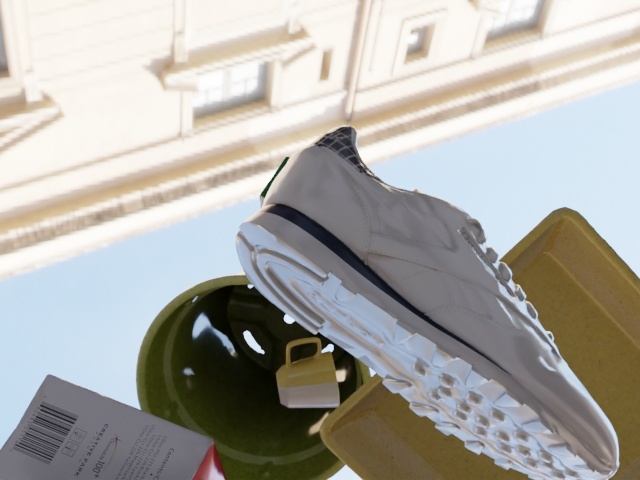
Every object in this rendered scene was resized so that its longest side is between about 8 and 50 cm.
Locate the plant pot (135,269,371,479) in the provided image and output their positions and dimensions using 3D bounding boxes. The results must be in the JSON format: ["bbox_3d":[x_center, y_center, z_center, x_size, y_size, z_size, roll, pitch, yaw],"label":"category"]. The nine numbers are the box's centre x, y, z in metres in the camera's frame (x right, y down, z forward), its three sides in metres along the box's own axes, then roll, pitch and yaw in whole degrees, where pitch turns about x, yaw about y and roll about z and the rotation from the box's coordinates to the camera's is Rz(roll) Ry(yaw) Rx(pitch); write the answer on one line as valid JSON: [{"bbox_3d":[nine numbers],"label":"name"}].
[{"bbox_3d":[-0.058,0.135,1.326,0.276,0.276,0.254,16,-161,5],"label":"plant pot"}]

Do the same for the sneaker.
[{"bbox_3d":[0.071,0.036,0.558,0.235,0.090,0.095,40,-120,-4],"label":"sneaker"}]

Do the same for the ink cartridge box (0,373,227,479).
[{"bbox_3d":[-0.180,0.313,1.178,0.272,0.309,0.130,19,-121,16],"label":"ink cartridge box"}]

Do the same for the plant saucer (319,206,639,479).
[{"bbox_3d":[0.222,0.179,1.081,0.333,0.333,0.081,45,-173,-12],"label":"plant saucer"}]

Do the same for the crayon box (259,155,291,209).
[{"bbox_3d":[0.000,0.000,1.634,0.165,0.278,0.081,28,-112,11],"label":"crayon box"}]

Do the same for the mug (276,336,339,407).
[{"bbox_3d":[-0.016,0.150,1.171,0.064,0.062,0.078,-9,-103,-4],"label":"mug"}]
